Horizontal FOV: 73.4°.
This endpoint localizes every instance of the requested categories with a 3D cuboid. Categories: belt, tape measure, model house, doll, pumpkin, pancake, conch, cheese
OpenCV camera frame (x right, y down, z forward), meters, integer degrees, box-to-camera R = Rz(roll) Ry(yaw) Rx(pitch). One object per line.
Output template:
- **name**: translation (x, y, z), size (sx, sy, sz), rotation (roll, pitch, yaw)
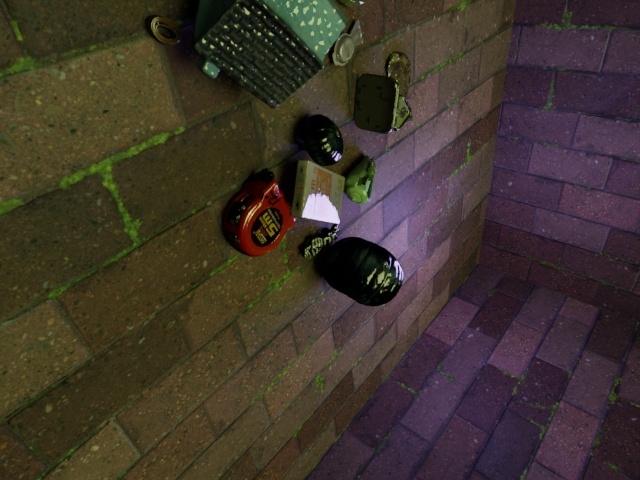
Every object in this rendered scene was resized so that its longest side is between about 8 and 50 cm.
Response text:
- **belt**: translation (-0.388, -0.518, 1.060), size (0.083, 0.036, 0.059), rotation (8, 109, -54)
- **tape measure**: translation (-0.215, -0.076, 1.474), size (0.260, 0.114, 0.253), rotation (-49, 143, -18)
- **model house**: translation (0.300, -0.578, 1.785), size (0.278, 0.204, 0.219), rotation (-24, 128, -42)
- **model house**: translation (-0.162, -0.545, 1.153), size (0.360, 0.297, 0.339), rotation (23, 98, -55)
- **doll**: translation (0.000, 0.000, 1.843), size (0.219, 0.067, 0.091), rotation (-33, 136, -31)
- **pumpkin**: translation (0.010, -0.362, 1.559), size (0.194, 0.194, 0.150), rotation (-18, 162, -47)
- **pancake**: translation (0.319, -0.681, 1.910), size (0.286, 0.033, 0.288), rotation (-30, 131, -39)
- **pumpkin**: translation (0.185, 0.139, 1.919), size (0.363, 0.363, 0.266), rotation (32, 82, -55)
- **conch**: translation (0.188, -0.276, 1.870), size (0.251, 0.137, 0.143), rotation (-59, 144, -11)
- **cheese**: translation (0.100, -0.720, 1.585), size (0.191, 0.042, 0.105), rotation (-52, 144, -22)

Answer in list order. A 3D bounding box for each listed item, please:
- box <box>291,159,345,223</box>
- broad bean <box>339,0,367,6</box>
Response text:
- **box**: translation (0.000, -0.176, 1.660), size (0.365, 0.051, 0.205), rotation (4, 94, -66)
- **broad bean**: translation (0.109, -0.896, 1.486), size (0.206, 0.072, 0.153), rotation (-14, 117, -35)
